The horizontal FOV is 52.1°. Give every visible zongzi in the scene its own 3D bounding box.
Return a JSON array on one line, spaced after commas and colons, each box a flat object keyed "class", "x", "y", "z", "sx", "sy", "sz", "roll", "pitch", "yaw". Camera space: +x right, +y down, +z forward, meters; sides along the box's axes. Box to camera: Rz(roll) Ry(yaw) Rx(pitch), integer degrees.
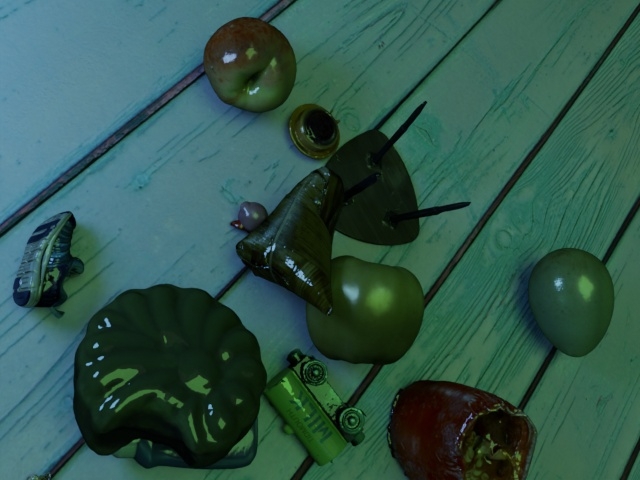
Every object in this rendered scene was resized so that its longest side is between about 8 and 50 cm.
[{"class": "zongzi", "x": 0.000, "y": 0.000, "z": 1.378, "sx": 0.286, "sy": 0.288, "sz": 0.134, "roll": -51, "pitch": 138, "yaw": -9}]

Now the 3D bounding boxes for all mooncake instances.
[{"class": "mooncake", "x": -0.272, "y": 0.244, "z": 1.209, "sx": 0.350, "sy": 0.187, "sz": 0.352, "roll": 13, "pitch": 47, "yaw": -14}]

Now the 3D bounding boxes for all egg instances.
[{"class": "egg", "x": 0.675, "y": 0.167, "z": 1.761, "sx": 0.218, "sy": 0.218, "sz": 0.296, "roll": -11, "pitch": 95, "yaw": -29}]

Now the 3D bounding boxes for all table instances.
[{"class": "table", "x": 0.165, "y": -0.143, "z": 1.553, "sx": 0.317, "sy": 0.249, "sz": 0.318, "roll": 7, "pitch": 74, "yaw": -26}]

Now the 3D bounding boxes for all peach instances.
[{"class": "peach", "x": -0.161, "y": -0.407, "z": 1.499, "sx": 0.232, "sy": 0.232, "sz": 0.233, "roll": 7, "pitch": 74, "yaw": -26}]

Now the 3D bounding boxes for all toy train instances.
[{"class": "toy train", "x": -0.018, "y": 0.366, "z": 1.425, "sx": 0.157, "sy": 0.105, "sz": 0.253, "roll": -38, "pitch": 96, "yaw": -15}]

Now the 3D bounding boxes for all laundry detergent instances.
[{"class": "laundry detergent", "x": -0.270, "y": 0.379, "z": 1.284, "sx": 0.289, "sy": 0.094, "sz": 0.144, "roll": 6, "pitch": 71, "yaw": -26}]

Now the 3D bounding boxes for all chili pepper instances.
[{"class": "chili pepper", "x": 0.301, "y": 0.448, "z": 1.450, "sx": 0.229, "sy": 0.305, "sz": 0.252, "roll": 25, "pitch": 77, "yaw": -13}]

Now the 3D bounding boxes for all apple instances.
[{"class": "apple", "x": 0.099, "y": 0.154, "z": 1.444, "sx": 0.262, "sy": 0.262, "sz": 0.263, "roll": 7, "pitch": 74, "yaw": -26}]

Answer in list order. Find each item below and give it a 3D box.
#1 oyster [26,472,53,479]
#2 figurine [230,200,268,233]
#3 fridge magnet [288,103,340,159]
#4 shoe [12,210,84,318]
[{"class": "oyster", "x": -0.509, "y": 0.499, "z": 1.155, "sx": 0.108, "sy": 0.053, "sz": 0.166, "roll": 25, "pitch": 73, "yaw": 0}, {"class": "figurine", "x": -0.150, "y": -0.050, "z": 1.472, "sx": 0.083, "sy": 0.067, "sz": 0.071, "roll": 26, "pitch": 87, "yaw": -37}, {"class": "fridge magnet", "x": -0.012, "y": -0.269, "z": 1.600, "sx": 0.142, "sy": 0.063, "sz": 0.143, "roll": 8, "pitch": 74, "yaw": -29}, {"class": "shoe", "x": -0.511, "y": 0.041, "z": 1.260, "sx": 0.106, "sy": 0.091, "sz": 0.207, "roll": 29, "pitch": 59, "yaw": -43}]
